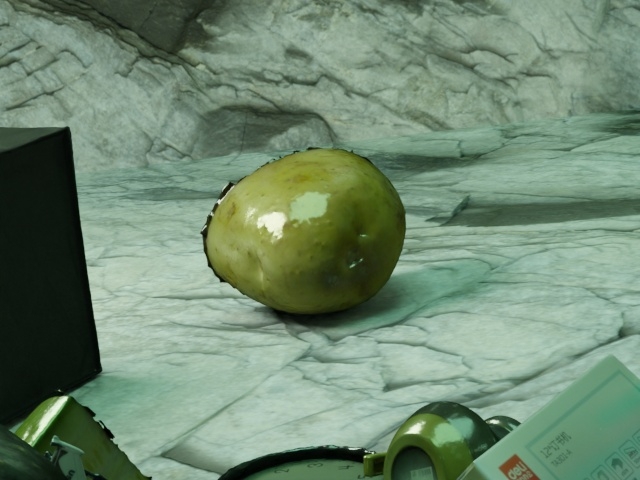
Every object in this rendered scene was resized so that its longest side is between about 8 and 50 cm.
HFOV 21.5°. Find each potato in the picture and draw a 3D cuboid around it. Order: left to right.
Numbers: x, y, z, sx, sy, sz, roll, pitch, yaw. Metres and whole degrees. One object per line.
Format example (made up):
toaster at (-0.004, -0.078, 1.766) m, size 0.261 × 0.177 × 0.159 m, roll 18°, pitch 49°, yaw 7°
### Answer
potato at (0.000, 0.000, 2.294) m, size 0.286 × 0.242 × 0.242 m, roll -6°, pitch 11°, yaw -25°

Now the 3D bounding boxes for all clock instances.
clock at (-0.016, 0.243, 1.596) m, size 0.185 × 0.040 × 0.184 m, roll -7°, pitch 13°, yaw 2°

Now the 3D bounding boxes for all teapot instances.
teapot at (0.115, 0.206, 1.506) m, size 0.119 × 0.130 × 0.166 m, roll 0°, pitch 1°, yaw -40°

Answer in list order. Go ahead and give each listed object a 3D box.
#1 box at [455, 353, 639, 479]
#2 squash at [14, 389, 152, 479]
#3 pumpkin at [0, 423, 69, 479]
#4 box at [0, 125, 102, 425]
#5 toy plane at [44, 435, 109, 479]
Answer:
box at (0.215, 0.203, 1.399) m, size 0.269 × 0.135 × 0.079 m, roll -28°, pitch -20°, yaw -52°
squash at (-0.286, 0.297, 1.556) m, size 0.111 × 0.203 × 0.288 m, roll 4°, pitch 53°, yaw 36°
pumpkin at (-0.341, 0.263, 1.045) m, size 0.455 × 0.343 × 0.454 m, roll 8°, pitch 12°, yaw -2°
box at (-0.436, 0.040, 2.068) m, size 0.205 × 0.345 × 0.251 m, roll 0°, pitch 14°, yaw 28°
toy plane at (-0.216, 0.256, 1.450) m, size 0.234 × 0.160 × 0.082 m, roll 24°, pitch 5°, yaw -21°
